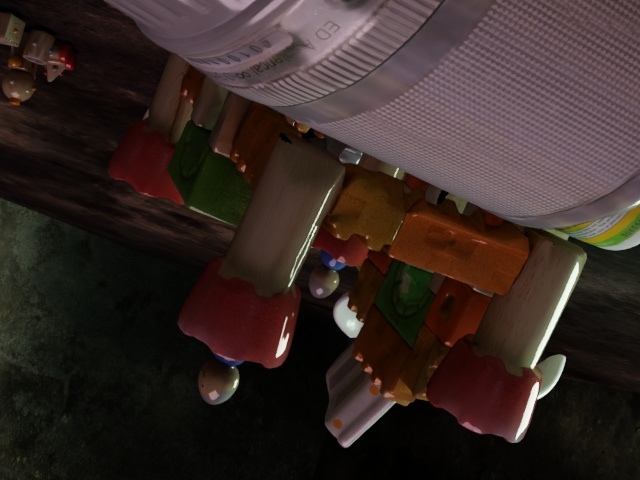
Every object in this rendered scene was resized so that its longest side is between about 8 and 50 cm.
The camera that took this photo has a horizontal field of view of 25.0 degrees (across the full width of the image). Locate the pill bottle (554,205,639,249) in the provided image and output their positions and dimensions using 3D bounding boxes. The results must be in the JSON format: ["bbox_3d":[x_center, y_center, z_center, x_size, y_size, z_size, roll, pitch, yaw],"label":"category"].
[{"bbox_3d":[0.145,-0.093,1.073,0.245,0.136,0.136,20,171,-23],"label":"pill bottle"}]

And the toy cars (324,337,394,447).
[{"bbox_3d":[0.117,0.051,1.465,0.087,0.394,0.176,44,157,1],"label":"toy cars"}]

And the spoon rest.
[{"bbox_3d":[0.143,0.122,1.624,0.276,0.084,0.137,23,149,-15],"label":"spoon rest"}]

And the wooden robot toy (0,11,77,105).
[{"bbox_3d":[-0.315,-0.184,1.570,0.076,0.079,0.173,16,172,8],"label":"wooden robot toy"}]

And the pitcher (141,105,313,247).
[{"bbox_3d":[-0.086,-0.074,1.583,0.207,0.125,0.178,20,-152,-38],"label":"pitcher"}]

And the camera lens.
[{"bbox_3d":[0.057,-0.141,0.644,0.274,0.219,0.219,22,170,-34],"label":"camera lens"}]

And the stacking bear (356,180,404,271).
[{"bbox_3d":[0.099,-0.017,1.640,0.164,0.175,0.289,3,156,30],"label":"stacking bear"}]

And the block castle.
[{"bbox_3d":[0.000,0.000,1.238,0.303,0.213,0.453,19,-167,-22],"label":"block castle"}]
